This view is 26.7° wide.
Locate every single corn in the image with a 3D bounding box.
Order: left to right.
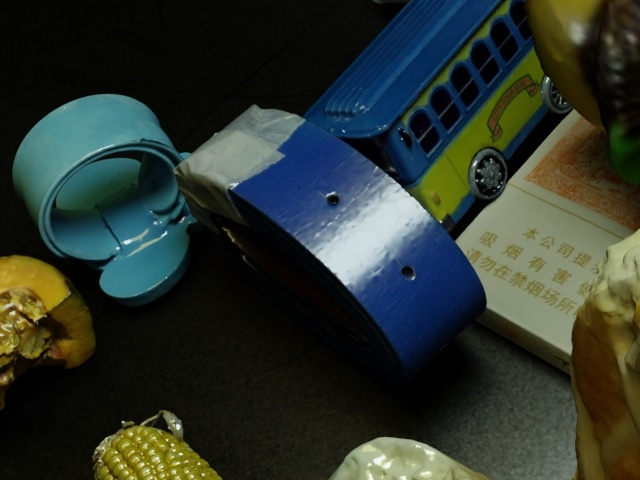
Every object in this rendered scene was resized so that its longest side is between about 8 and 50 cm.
[{"bbox_3d":[-0.095,0.270,1.201,0.106,0.106,0.293,-40,57,-15],"label":"corn"}]

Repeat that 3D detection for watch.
[{"bbox_3d":[-0.218,-0.061,1.434,0.211,0.193,0.211,-9,53,12],"label":"watch"}]

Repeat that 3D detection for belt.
[{"bbox_3d":[0.000,0.000,1.302,0.117,0.212,0.347,-41,46,-14],"label":"belt"}]

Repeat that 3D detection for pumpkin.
[{"bbox_3d":[-0.356,0.125,1.378,0.248,0.131,0.126,-40,61,-21],"label":"pumpkin"}]

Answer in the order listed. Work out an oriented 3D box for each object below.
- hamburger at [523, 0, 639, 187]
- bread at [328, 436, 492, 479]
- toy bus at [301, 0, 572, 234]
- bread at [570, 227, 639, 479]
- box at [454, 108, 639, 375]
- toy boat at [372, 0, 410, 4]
[{"bbox_3d":[0.402,-0.216,1.171,0.396,0.395,0.277,-34,52,-10],"label":"hamburger"},{"bbox_3d":[0.152,0.304,0.947,0.245,0.328,0.424,-10,26,-32],"label":"bread"},{"bbox_3d":[0.132,-0.150,1.379,0.287,0.175,0.138,-49,32,-22],"label":"toy bus"},{"bbox_3d":[0.379,0.153,0.931,0.279,0.390,0.371,-29,50,-18],"label":"bread"},{"bbox_3d":[0.298,-0.038,1.345,0.205,0.051,0.365,30,66,33],"label":"box"},{"bbox_3d":[0.167,-0.368,1.619,0.262,0.114,0.115,-39,14,-13],"label":"toy boat"}]
